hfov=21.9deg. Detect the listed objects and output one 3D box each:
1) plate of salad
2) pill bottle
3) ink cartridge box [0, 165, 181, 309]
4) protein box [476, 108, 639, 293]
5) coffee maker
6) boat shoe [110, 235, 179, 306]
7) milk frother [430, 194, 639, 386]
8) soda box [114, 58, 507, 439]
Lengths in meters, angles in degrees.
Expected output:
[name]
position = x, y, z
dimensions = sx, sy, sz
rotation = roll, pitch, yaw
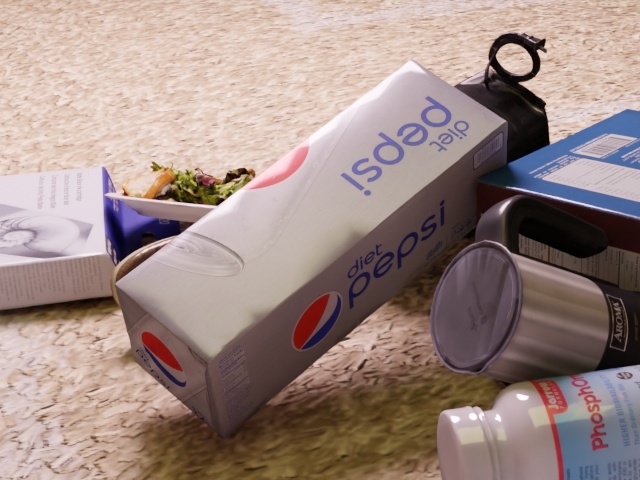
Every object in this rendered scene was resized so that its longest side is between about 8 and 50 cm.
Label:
[plate of salad]
position = -0.080, -0.039, 1.385
dimensions = 0.199, 0.048, 0.200
rotation = 5, 2, 0
[pill bottle]
position = 0.154, 0.122, 0.975
dimensions = 0.160, 0.087, 0.087
rotation = -7, 23, -9
[ink cartridge box]
position = -0.227, -0.006, 1.387
dimensions = 0.223, 0.045, 0.223
rotation = -5, 22, -7
[protein box]
position = 0.249, 0.010, 1.172
dimensions = 0.201, 0.136, 0.199
rotation = 16, 29, 39
[coffee maker]
position = 0.096, -0.067, 1.330
dimensions = 0.120, 0.171, 0.178
rotation = 12, 27, 32
[boat shoe]
position = -0.088, 0.026, 1.285
dimensions = 0.190, 0.068, 0.072
rotation = -6, 7, -38
[milk frother]
position = 0.125, 0.057, 1.063
dimensions = 0.134, 0.143, 0.129
rotation = 18, 43, -32
[soda box]
position = 0.000, 0.000, 1.139
dimensions = 0.286, 0.091, 0.098
rotation = -38, 58, -24
